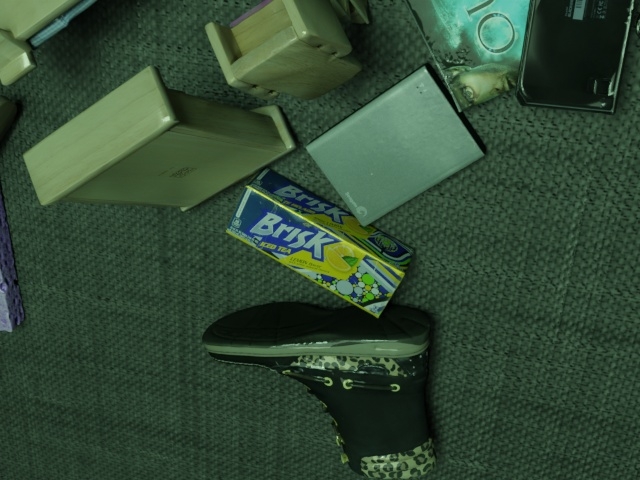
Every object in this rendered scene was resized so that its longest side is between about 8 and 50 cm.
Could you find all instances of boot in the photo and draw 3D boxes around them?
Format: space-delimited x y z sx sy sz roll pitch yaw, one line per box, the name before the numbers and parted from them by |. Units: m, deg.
boot | 0.003 0.157 0.836 0.236 0.085 0.179 -2 116 18

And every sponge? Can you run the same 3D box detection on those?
sponge | -0.405 0.000 0.920 0.117 0.031 0.210 7 116 14

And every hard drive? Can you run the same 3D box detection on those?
hard drive | 0.066 -0.083 0.738 0.135 0.022 0.094 -31 102 27

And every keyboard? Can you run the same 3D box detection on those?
keyboard | 0.213 -0.188 0.621 0.108 0.023 0.180 6 106 2

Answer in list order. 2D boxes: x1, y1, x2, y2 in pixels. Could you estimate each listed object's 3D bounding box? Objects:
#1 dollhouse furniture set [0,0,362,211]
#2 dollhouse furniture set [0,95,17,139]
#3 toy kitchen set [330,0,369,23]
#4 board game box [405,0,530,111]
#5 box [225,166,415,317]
dollhouse furniture set | -0.137 -0.212 0.697 0.286 0.198 0.304 -27 80 23
dollhouse furniture set | -0.464 -0.223 0.655 0.362 0.394 0.256 38 95 0
toy kitchen set | -0.008 -0.202 0.683 0.075 0.083 0.068 -18 149 24
board game box | 0.128 -0.211 0.655 0.126 0.026 0.186 -23 106 25
box | 0.000 0.000 0.780 0.168 0.054 0.059 29 120 2
